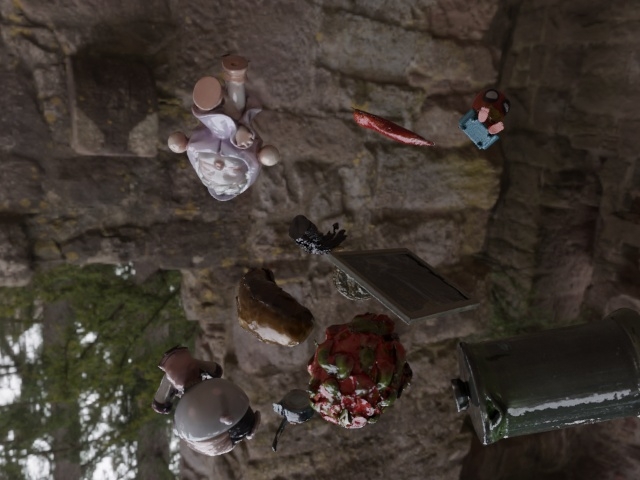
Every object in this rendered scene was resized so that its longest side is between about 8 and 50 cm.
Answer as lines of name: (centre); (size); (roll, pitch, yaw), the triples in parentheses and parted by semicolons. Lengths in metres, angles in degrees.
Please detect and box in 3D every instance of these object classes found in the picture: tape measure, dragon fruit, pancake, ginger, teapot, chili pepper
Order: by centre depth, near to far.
chili pepper: (0.125, -0.199, 1.013); (0.178, 0.027, 0.045); (27, -172, 19)
teapot: (0.405, 0.241, 1.035); (0.336, 0.201, 0.270); (-11, -169, 4)
dragon fruit: (0.095, 0.322, 1.421); (0.303, 0.231, 0.237); (-47, -170, -28)
pancake: (0.113, 0.100, 1.600); (0.158, 0.158, 0.028); (5, -161, 2)
ginger: (-0.156, 0.187, 1.614); (0.172, 0.165, 0.321); (-22, -138, -24)
tape measure: (-0.073, 0.522, 1.619); (0.107, 0.180, 0.104); (17, -165, 33)

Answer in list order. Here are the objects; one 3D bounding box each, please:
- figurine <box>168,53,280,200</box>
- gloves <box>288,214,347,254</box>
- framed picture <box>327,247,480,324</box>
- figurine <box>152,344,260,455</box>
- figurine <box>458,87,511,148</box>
figurine: (-0.167, -0.190, 1.000); (0.200, 0.276, 0.133); (8, -127, -1)
gloves: (0.000, 0.002, 1.618); (0.180, 0.106, 0.129); (33, 150, -32)
framed picture: (0.190, 0.089, 1.243); (0.240, 0.020, 0.324); (40, -156, 33)
figurine: (-0.381, 0.522, 1.801); (0.253, 0.211, 0.361); (-40, -128, -17)
figurine: (0.282, -0.210, 0.960); (0.068, 0.075, 0.140); (42, -141, -4)
